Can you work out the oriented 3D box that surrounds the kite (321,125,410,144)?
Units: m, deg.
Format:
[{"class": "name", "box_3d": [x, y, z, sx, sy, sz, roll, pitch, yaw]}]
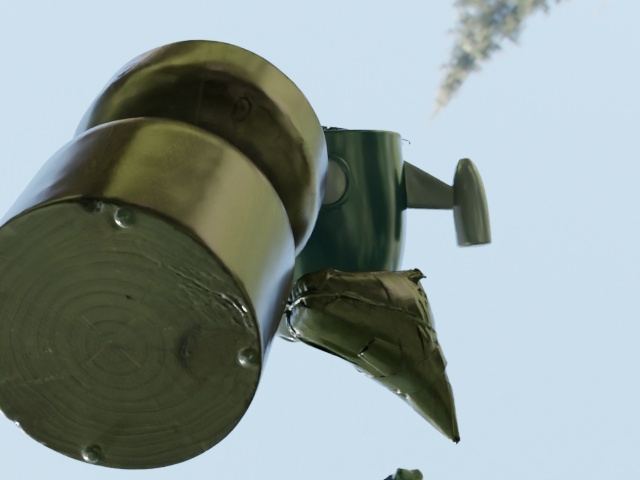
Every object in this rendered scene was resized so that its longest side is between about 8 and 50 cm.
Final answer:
[{"class": "kite", "box_3d": [-0.070, -0.065, 1.503, 0.314, 0.335, 0.011, -78, -29, -62]}]

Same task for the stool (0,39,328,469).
[{"class": "stool", "box_3d": [-0.100, -0.001, 0.941, 0.179, 0.179, 0.264, 28, -152, -6]}]

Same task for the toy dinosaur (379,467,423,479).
[{"class": "toy dinosaur", "box_3d": [0.026, 0.295, 1.265, 0.129, 0.383, 0.076, 24, -132, -10]}]

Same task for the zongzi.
[{"class": "zongzi", "box_3d": [0.026, 0.082, 1.003, 0.154, 0.062, 0.130, 2, -115, -43]}]

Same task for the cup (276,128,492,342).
[{"class": "cup", "box_3d": [0.000, 0.000, 1.276, 0.299, 0.167, 0.173, -4, -95, -5]}]
